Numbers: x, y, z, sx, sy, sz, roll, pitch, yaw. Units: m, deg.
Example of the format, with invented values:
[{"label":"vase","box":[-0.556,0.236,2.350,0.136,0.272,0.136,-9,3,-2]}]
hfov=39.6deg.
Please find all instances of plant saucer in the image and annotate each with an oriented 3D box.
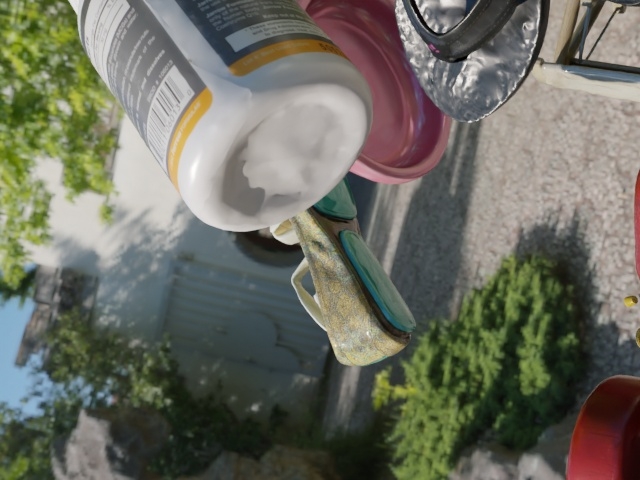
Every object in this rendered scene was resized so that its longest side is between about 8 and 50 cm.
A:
[{"label":"plant saucer","box":[0.060,-0.236,1.350,0.084,0.332,0.332,-24,44,44]}]

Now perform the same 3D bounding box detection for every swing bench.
[{"label":"swing bench","box":[0.461,-0.296,1.206,0.165,0.253,0.254,25,-95,-54]}]

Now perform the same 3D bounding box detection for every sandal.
[{"label":"sandal","box":[0.133,-0.288,0.791,0.107,0.167,0.445,-37,-31,-34]}]

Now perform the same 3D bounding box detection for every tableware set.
[{"label":"tableware set","box":[0.654,0.178,1.771,0.024,0.104,0.154,-34,77,58]}]

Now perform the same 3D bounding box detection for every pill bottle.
[{"label":"pill bottle","box":[-0.094,-0.154,0.704,0.278,0.162,0.162,54,148,29]}]

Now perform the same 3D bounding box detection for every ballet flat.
[{"label":"ballet flat","box":[0.000,0.000,1.116,0.123,0.123,0.348,107,143,-59]}]

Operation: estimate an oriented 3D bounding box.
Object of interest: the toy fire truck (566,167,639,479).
[{"label":"toy fire truck","box":[0.273,0.048,0.524,0.302,0.169,0.253,-18,-73,-43]}]
